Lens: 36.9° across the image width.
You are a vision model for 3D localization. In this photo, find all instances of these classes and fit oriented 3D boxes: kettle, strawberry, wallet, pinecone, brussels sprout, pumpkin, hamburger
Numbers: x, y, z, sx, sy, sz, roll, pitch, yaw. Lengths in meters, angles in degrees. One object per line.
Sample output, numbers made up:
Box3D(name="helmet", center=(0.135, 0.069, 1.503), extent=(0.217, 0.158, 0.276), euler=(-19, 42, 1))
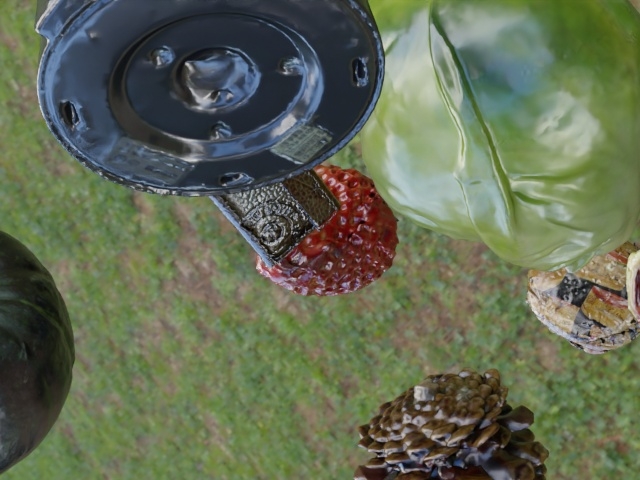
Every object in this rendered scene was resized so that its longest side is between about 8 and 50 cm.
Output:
Box3D(name="kettle", center=(-0.114, -0.209, 0.637), extent=(0.203, 0.262, 0.308), euler=(113, 152, -52))
Box3D(name="strawberry", center=(0.000, 0.000, 1.443), extent=(0.205, 0.244, 0.205), euler=(13, 114, 32))
Box3D(name="wallet", center=(-0.083, -0.083, 1.219), extent=(0.243, 0.133, 0.039), euler=(52, 174, -34))
Box3D(name="pinecone", center=(0.189, 0.305, 1.279), extent=(0.264, 0.264, 0.264), euler=(29, 139, 28))
Box3D(name="brussels sprout", center=(0.224, -0.176, 1.197), extent=(0.425, 0.342, 0.361), euler=(21, 167, 19))
Box3D(name="pumpkin", center=(-0.424, 0.118, 1.021), extent=(0.323, 0.323, 0.241), euler=(40, 132, 15))
Box3D(name="hamburger", center=(0.474, 0.080, 1.667), extent=(0.231, 0.231, 0.107), euler=(24, 171, 33))

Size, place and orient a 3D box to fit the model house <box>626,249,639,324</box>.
Box3D(name="model house", center=(0.482, 0.056, 1.081), extent=(0.254, 0.196, 0.160), euler=(-144, 50, -71))
